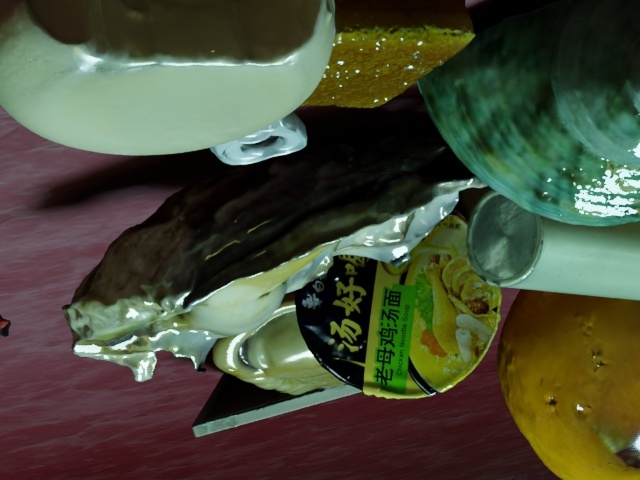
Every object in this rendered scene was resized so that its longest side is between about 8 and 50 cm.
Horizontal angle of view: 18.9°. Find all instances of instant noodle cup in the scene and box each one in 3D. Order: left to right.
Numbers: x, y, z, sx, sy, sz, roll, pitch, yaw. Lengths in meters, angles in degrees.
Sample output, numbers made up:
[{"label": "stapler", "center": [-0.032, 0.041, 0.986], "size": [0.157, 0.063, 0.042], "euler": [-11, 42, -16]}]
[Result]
[{"label": "instant noodle cup", "center": [0.068, 0.040, 1.438], "size": [0.151, 0.151, 0.122], "euler": [-17, 178, 13]}]

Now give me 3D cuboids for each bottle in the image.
[{"label": "bottle", "center": [0.197, 0.005, 1.393], "size": [0.201, 0.072, 0.072], "euler": [7, 156, -44]}]

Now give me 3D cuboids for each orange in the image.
[{"label": "orange", "center": [0.277, 0.106, 1.661], "size": [0.246, 0.246, 0.246], "euler": [-13, 166, -3]}]

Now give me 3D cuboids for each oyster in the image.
[{"label": "oyster", "center": [-0.004, -0.010, 1.238], "size": [0.275, 0.100, 0.271], "euler": [-38, 158, 31]}]

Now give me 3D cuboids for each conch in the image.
[{"label": "conch", "center": [0.157, -0.081, 1.072], "size": [0.176, 0.122, 0.188], "euler": [21, 148, -18]}]

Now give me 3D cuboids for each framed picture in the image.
[{"label": "framed picture", "center": [0.013, 0.120, 1.793], "size": [0.250, 0.016, 0.184], "euler": [-17, -171, 9]}]

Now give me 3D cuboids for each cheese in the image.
[{"label": "cheese", "center": [-0.078, -0.078, 0.921], "size": [0.163, 0.070, 0.249], "euler": [-8, 163, -8]}]

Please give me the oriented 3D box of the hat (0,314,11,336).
[{"label": "hat", "center": [-0.220, -0.033, 0.915], "size": [0.129, 0.140, 0.227], "euler": [-37, 162, -23]}]

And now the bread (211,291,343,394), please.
[{"label": "bread", "center": [-0.003, 0.078, 1.607], "size": [0.134, 0.081, 0.225], "euler": [-13, 167, 12]}]

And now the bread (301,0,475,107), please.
[{"label": "bread", "center": [0.019, -0.102, 1.022], "size": [0.094, 0.035, 0.090], "euler": [-3, 162, -37]}]

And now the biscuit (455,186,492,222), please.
[{"label": "biscuit", "center": [0.223, -0.048, 1.430], "size": [0.212, 0.041, 0.239], "euler": [6, 157, -40]}]
